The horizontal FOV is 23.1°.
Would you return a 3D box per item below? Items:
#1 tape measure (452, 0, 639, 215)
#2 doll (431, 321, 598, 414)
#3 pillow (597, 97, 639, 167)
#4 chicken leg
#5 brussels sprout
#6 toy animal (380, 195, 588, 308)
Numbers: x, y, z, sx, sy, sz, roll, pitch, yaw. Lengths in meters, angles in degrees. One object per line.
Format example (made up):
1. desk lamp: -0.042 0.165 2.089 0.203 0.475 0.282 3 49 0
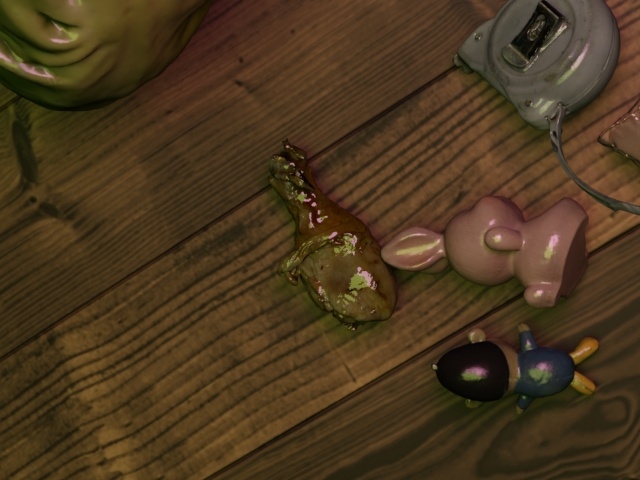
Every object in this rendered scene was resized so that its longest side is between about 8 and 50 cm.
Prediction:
1. tape measure: 0.271 -0.148 1.562 0.164 0.084 0.330 -55 46 14
2. doll: 0.207 0.138 1.690 0.179 0.089 0.102 1 97 -8
3. pillow: 0.436 -0.071 1.595 0.270 0.067 0.173 44 100 -3
4. chicken leg: 0.000 0.000 1.726 0.103 0.088 0.228 -38 86 31
5. brussels sprout: -0.243 -0.329 1.618 0.342 0.361 0.425 -12 57 -1
6. toy animal: 0.174 -0.003 1.667 0.212 0.124 0.124 11 99 20
